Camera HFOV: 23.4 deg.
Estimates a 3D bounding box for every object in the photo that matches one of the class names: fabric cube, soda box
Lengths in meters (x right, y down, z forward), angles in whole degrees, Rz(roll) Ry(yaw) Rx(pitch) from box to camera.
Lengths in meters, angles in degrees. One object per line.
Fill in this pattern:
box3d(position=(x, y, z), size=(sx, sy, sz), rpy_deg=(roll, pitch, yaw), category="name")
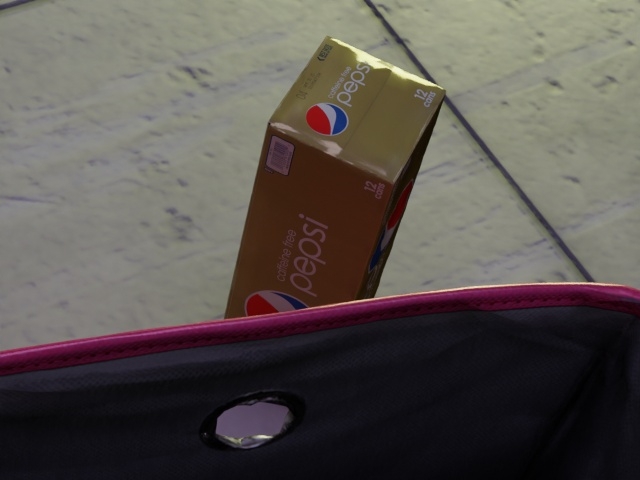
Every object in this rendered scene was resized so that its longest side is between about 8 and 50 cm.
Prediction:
box3d(position=(-0.002, 0.197, 0.493), size=(0.254, 0.258, 0.259), rpy_deg=(-6, 56, -17), category="fabric cube")
box3d(position=(0.000, 0.000, 0.688), size=(0.058, 0.181, 0.061), rpy_deg=(25, 52, 7), category="soda box")
